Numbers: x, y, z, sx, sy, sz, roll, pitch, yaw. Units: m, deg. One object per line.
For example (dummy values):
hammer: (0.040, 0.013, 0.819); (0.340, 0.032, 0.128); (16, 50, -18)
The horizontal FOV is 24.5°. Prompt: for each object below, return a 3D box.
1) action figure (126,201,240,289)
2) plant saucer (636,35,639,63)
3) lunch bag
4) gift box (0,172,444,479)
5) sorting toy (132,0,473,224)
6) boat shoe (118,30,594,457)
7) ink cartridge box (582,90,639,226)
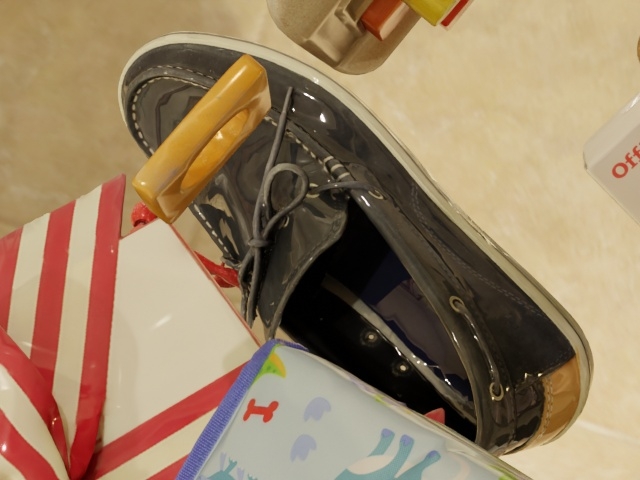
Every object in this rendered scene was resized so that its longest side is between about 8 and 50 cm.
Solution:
action figure: (-0.101, 0.079, 1.292); (0.139, 0.091, 0.280); (-3, 56, -20)
plant saucer: (0.440, -0.244, 1.855); (0.083, 0.015, 0.083); (-5, 111, -13)
lunch bag: (0.004, 0.122, 0.417); (0.129, 0.096, 0.151); (28, 88, 50)
gift box: (-0.089, 0.147, 0.683); (0.276, 0.258, 0.255); (-36, 65, -18)
sorting toy: (0.062, -0.131, 0.546); (0.047, 0.196, 0.348); (40, 96, 5)
boat shoe: (0.000, 0.000, 1.221); (0.500, 0.156, 0.187); (42, 130, 17)
ink cartridge box: (0.468, -0.063, 1.697); (0.283, 0.117, 0.207); (44, 107, -5)
